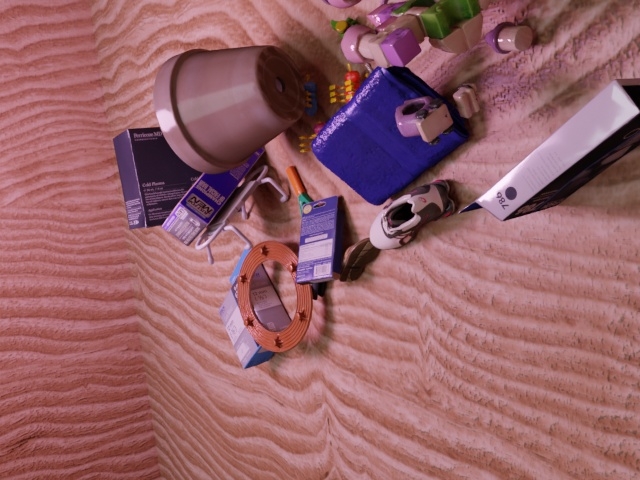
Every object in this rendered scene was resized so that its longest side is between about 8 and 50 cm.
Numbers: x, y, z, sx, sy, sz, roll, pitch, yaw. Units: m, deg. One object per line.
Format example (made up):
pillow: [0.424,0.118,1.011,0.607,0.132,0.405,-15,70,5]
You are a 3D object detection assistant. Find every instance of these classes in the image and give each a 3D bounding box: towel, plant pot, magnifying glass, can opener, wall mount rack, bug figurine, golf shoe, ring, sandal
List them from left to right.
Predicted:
wall mount rack: [-0.255,-0.061,1.727,0.130,0.350,0.304,46,149,-21]
plant pot: [-0.204,-0.355,1.419,0.280,0.323,0.323,-11,91,35]
ring: [-0.150,0.168,1.686,0.337,0.032,0.336,3,94,45]
magnifying glass: [-0.043,-0.109,1.602,0.092,0.026,0.231,-45,66,50]
can opener: [0.000,0.091,1.569,0.073,0.059,0.186,44,133,38]
bug figurine: [0.025,-0.313,1.397,0.279,0.072,0.216,12,105,57]
sandal: [0.090,0.043,1.434,0.180,0.072,0.049,118,150,-48]
towel: [0.138,-0.220,1.200,0.228,0.076,0.308,40,140,-9]
golf shoe: [0.170,-0.051,1.239,0.273,0.120,0.105,-40,69,53]

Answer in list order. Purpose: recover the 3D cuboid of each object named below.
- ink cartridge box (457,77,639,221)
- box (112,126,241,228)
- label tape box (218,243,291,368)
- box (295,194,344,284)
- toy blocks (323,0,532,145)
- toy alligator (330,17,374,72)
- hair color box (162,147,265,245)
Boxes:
ink cartridge box: [0.381,-0.117,0.882,0.332,0.165,0.065,-48,63,50]
box: [-0.479,-0.218,1.897,0.179,0.343,0.312,-1,99,55]
label tape box: [-0.249,0.221,1.911,0.347,0.115,0.249,59,140,22]
box: [0.000,0.000,1.489,0.136,0.036,0.225,-13,66,42]
toy blocks: [0.165,-0.388,0.993,0.309,0.288,0.260,57,170,-31]
toy alligator: [0.088,-0.457,1.289,0.051,0.056,0.189,-37,63,9]
hair color box: [-0.322,-0.160,1.711,0.110,0.339,0.185,38,145,-13]
